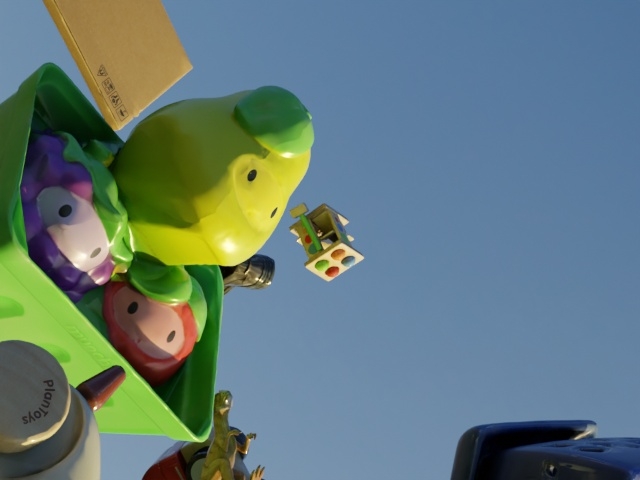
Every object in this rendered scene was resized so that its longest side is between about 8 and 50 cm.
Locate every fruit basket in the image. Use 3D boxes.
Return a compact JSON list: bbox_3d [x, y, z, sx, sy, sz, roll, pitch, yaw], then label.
[{"bbox_3d":[-0.171,-0.004,1.422,0.392,0.392,0.283,105,-10,-47],"label":"fruit basket"}]

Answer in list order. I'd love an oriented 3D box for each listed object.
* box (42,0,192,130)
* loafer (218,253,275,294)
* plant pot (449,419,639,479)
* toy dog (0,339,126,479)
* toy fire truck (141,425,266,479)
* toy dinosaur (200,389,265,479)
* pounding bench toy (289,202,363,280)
[{"bbox_3d":[-0.247,-0.260,1.731,0.021,0.164,0.201,-6,-61,38],"label":"box"},{"bbox_3d":[-0.139,0.040,1.966,0.170,0.061,0.062,-13,-117,44],"label":"loafer"},{"bbox_3d":[0.241,0.286,1.312,0.212,0.236,0.236,14,-83,42],"label":"plant pot"},{"bbox_3d":[-0.180,0.226,1.119,0.220,0.161,0.334,-4,-77,55],"label":"toy dog"},{"bbox_3d":[-0.180,0.385,1.906,0.217,0.246,0.158,62,14,-5],"label":"toy fire truck"},{"bbox_3d":[-0.120,0.283,1.675,0.112,0.064,0.211,16,-93,25],"label":"toy dinosaur"},{"bbox_3d":[0.000,0.000,1.584,0.052,0.083,0.065,-34,-124,17],"label":"pounding bench toy"}]
